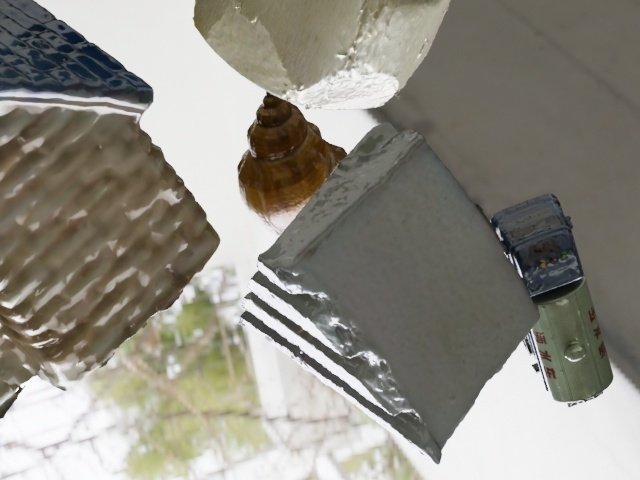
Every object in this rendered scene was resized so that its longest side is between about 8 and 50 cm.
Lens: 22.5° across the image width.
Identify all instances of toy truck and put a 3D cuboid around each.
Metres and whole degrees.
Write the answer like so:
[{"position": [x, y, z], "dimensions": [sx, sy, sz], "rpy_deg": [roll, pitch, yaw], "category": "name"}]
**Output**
[{"position": [0.210, 0.062, 1.449], "dimensions": [0.074, 0.201, 0.088], "rpy_deg": [-19, -148, 2], "category": "toy truck"}]

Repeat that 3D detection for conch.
[{"position": [-0.024, -0.034, 1.560], "dimensions": [0.093, 0.330, 0.109], "rpy_deg": [27, -120, 24], "category": "conch"}]

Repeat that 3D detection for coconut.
[{"position": [0.002, -0.153, 0.978], "dimensions": [0.161, 0.162, 0.161], "rpy_deg": [14, -146, -10], "category": "coconut"}]

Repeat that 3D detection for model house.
[{"position": [-0.403, -0.056, 1.441], "dimensions": [0.445, 0.400, 0.395], "rpy_deg": [-42, -124, -11], "category": "model house"}]

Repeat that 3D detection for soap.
[{"position": [0.000, 0.000, 1.254], "dimensions": [0.159, 0.258, 0.302], "rpy_deg": [-49, -139, -11], "category": "soap"}]
